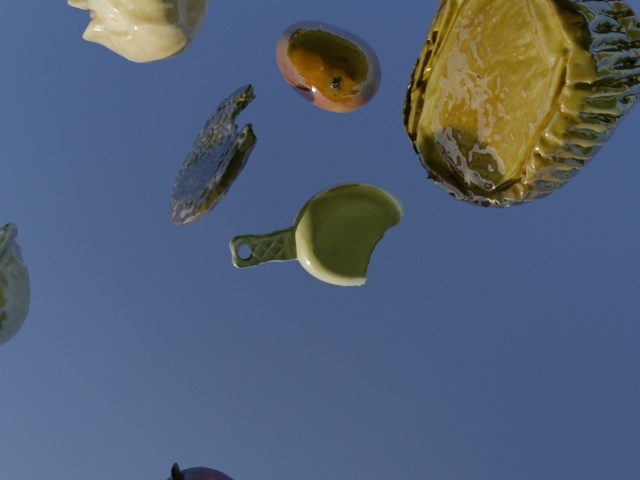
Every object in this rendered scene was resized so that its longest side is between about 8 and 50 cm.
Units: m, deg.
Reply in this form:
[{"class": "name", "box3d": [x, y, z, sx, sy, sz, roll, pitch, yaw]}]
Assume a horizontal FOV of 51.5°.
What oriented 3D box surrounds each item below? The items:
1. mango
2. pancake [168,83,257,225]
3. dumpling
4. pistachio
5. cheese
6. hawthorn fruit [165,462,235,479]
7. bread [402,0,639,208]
[{"class": "mango", "box3d": [0.004, -0.286, 1.061, 0.221, 0.151, 0.120, 45, -57, 38]}, {"class": "pancake", "box3d": [-0.182, -0.149, 1.147, 0.033, 0.288, 0.286, 34, -103, -27]}, {"class": "dumpling", "box3d": [-0.525, 0.087, 1.018, 0.147, 0.193, 0.258, 23, -109, -15]}, {"class": "pistachio", "box3d": [-0.243, -0.358, 0.943, 0.214, 0.318, 0.193, -19, -67, 0]}, {"class": "cheese", "box3d": [-0.004, -0.020, 0.996, 0.249, 0.071, 0.163, 11, -82, -14]}, {"class": "hawthorn fruit", "box3d": [-0.177, 0.412, 0.961, 0.185, 0.185, 0.202, -22, -79, 1]}, {"class": "bread", "box3d": [0.210, -0.163, 0.711, 0.142, 0.253, 0.227, -20, -123, -38]}]
